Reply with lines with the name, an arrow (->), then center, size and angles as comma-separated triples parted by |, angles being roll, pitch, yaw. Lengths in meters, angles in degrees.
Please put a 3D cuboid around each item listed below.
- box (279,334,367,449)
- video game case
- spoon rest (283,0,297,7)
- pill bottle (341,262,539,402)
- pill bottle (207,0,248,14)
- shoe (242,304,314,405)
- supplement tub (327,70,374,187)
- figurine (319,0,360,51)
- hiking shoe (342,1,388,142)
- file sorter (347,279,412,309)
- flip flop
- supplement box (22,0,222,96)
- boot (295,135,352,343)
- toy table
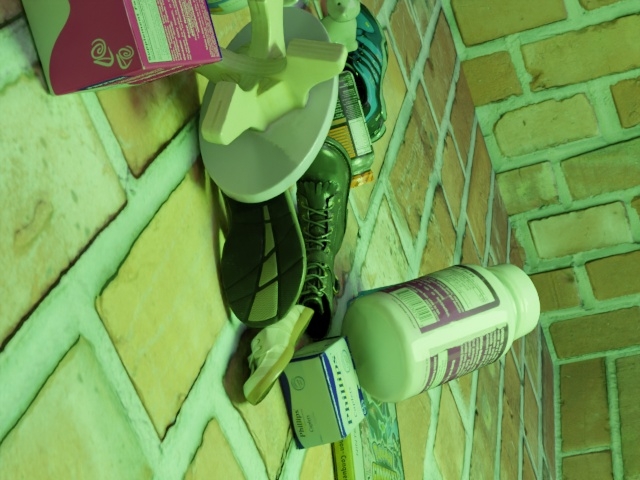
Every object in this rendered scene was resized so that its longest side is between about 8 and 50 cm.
box -> 0.005, 0.214, 1.497 | 0.137, 0.072, 0.126 | -23, 99, -71
video game case -> 0.077, 0.307, 1.707 | 0.275, 0.035, 0.248 | 41, 39, -61
spoon rest -> -0.139, -0.461, 1.579 | 0.276, 0.084, 0.137 | 51, 26, -26
pill bottle -> 0.196, 0.132, 1.641 | 0.301, 0.169, 0.169 | -16, 92, -34
pill bottle -> -0.170, -0.397, 1.284 | 0.272, 0.152, 0.152 | 31, 48, -67
shoe -> -0.066, 0.142, 1.372 | 0.058, 0.076, 0.219 | 31, 27, 1
supplement tub -> 0.022, -0.180, 1.762 | 0.117, 0.117, 0.190 | -36, 112, -71
figurine -> 0.022, -0.454, 1.888 | 0.209, 0.092, 0.215 | 107, -25, -76
hiking shoe -> 0.069, -0.342, 2.025 | 0.132, 0.113, 0.304 | 32, 47, -66
file sorter -> 0.145, 0.136, 1.822 | 0.104, 0.170, 0.118 | -15, 91, -68
flip flop -> -0.082, -0.019, 1.382 | 0.080, 0.112, 0.277 | 70, 7, -69
supplement box -> -0.205, -0.227, 1.122 | 0.220, 0.111, 0.114 | -33, 109, -70
boot -> 0.000, 0.000, 1.565 | 0.263, 0.091, 0.229 | 80, 12, -45
toy table -> -0.078, -0.204, 1.311 | 0.161, 0.252, 0.274 | 61, 30, -66
